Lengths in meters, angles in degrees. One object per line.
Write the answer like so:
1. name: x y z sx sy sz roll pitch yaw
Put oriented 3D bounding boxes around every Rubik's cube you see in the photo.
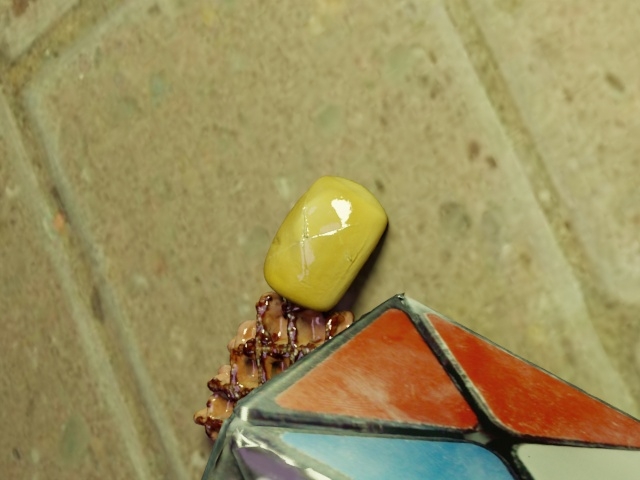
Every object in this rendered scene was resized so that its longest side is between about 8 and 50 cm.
1. Rubik's cube: 0.067 0.258 1.042 0.305 0.307 0.310 26 112 15

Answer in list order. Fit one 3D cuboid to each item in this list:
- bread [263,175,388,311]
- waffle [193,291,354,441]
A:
1. bread: 0.000 0.000 1.222 0.082 0.056 0.115 39 92 28
2. waffle: -0.008 0.164 1.272 0.234 0.055 0.221 48 122 26
